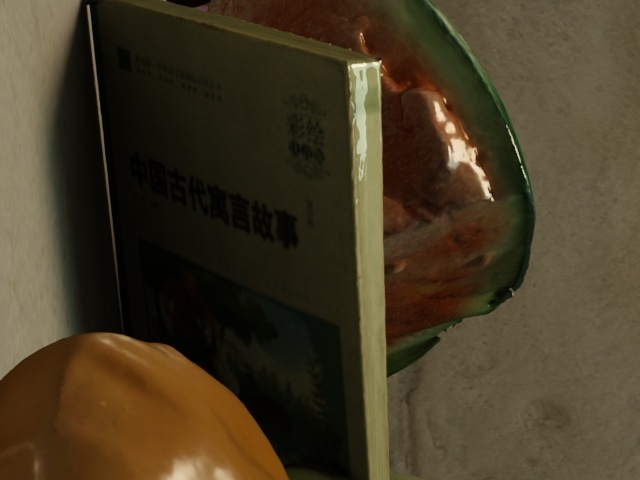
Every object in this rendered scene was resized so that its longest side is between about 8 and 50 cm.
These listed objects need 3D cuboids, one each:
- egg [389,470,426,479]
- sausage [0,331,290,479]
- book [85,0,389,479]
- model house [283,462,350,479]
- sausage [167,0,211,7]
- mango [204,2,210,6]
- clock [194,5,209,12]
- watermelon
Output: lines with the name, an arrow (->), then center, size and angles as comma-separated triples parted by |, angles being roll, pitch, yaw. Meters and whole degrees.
egg -> 0.032, 0.291, 1.252 | 0.352, 0.258, 0.258 | -102, -171, -80
sausage -> -0.062, 0.146, 0.554 | 0.136, 0.120, 0.241 | 34, 41, -45
book -> -0.042, 0.021, 0.929 | 0.215, 0.025, 0.283 | 19, -58, 45
model house -> -0.059, 0.250, 0.798 | 0.205, 0.218, 0.278 | -52, 159, 25
sausage -> -0.079, -0.204, 1.076 | 0.238, 0.098, 0.098 | 68, 20, -81
mango -> -0.018, -0.134, 1.471 | 0.253, 0.182, 0.365 | -92, 178, -80
clock -> -0.088, -0.080, 1.226 | 0.110, 0.050, 0.153 | 85, 3, -66
watermelon -> 0.031, -0.012, 1.112 | 0.292, 0.222, 0.319 | 35, 71, -72
